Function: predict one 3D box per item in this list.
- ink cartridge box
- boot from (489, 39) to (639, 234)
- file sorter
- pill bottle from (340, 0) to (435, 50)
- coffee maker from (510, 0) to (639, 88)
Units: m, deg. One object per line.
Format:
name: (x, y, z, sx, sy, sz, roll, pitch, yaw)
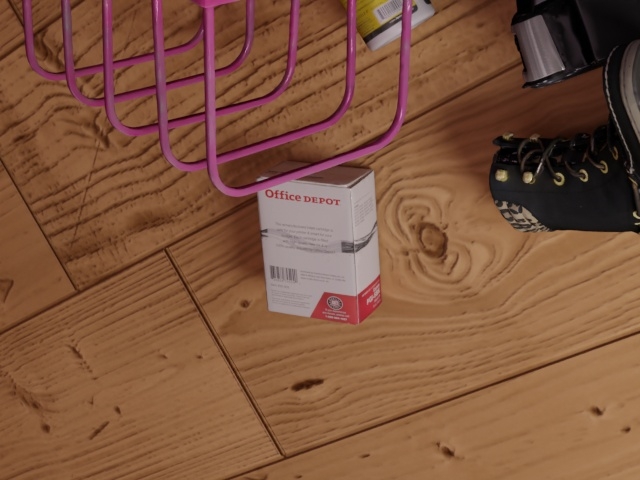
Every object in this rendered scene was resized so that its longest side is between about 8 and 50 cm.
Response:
ink cartridge box: (0.000, 0.000, 1.229, 0.099, 0.056, 0.135, 8, 115, 27)
boot: (0.202, -0.064, 1.014, 0.179, 0.085, 0.236, 4, 154, 33)
file sorter: (-0.088, -0.179, 1.065, 0.291, 0.202, 0.182, 33, 132, 42)
pill bottle: (0.040, -0.221, 1.108, 0.065, 0.065, 0.116, -28, 94, 35)
coffee maker: (0.195, -0.221, 0.985, 0.171, 0.120, 0.178, -22, 99, 34)
